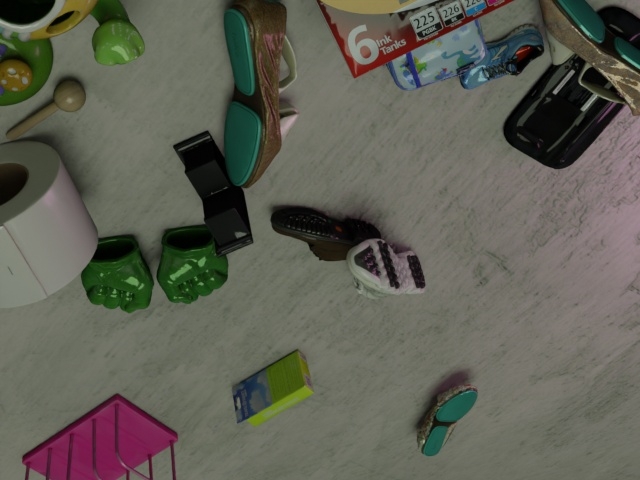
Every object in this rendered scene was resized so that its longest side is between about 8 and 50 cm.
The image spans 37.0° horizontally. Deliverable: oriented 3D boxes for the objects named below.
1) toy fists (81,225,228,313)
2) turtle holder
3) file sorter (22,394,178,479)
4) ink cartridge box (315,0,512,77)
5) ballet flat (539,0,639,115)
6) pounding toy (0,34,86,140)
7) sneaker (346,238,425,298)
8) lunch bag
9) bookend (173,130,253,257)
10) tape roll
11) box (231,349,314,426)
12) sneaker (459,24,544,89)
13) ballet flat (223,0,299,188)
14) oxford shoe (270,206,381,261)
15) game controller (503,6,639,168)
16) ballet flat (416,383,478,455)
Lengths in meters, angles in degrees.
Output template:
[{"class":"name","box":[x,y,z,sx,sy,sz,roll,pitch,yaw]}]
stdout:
[{"class":"toy fists","box":[-0.315,0.065,1.831,0.279,0.096,0.142,-9,131,-7]},{"class":"turtle holder","box":[-0.413,-0.376,1.356,0.243,0.227,0.320,-16,130,0]},{"class":"file sorter","box":[-0.487,0.523,2.115,0.291,0.182,0.202,-34,128,16]},{"class":"ink cartridge box","box":[0.123,-0.436,1.400,0.309,0.130,0.272,-25,121,8]},{"class":"ballet flat","box":[0.462,-0.322,1.639,0.316,0.107,0.106,39,130,-8]},{"class":"pounding toy","box":[-0.503,-0.253,1.516,0.183,0.110,0.237,-28,129,11]},{"class":"sneaker","box":[0.109,0.070,1.868,0.118,0.110,0.292,-18,163,21]},{"class":"lunch bag","box":[0.171,-0.365,1.589,0.176,0.090,0.219,-18,130,6]},{"class":"bookend","box":[-0.190,-0.082,1.696,0.072,0.157,0.156,-23,131,6]},{"class":"tape roll","box":[-0.520,-0.029,1.611,0.246,0.246,0.169,-16,131,1]},{"class":"box","box":[-0.105,0.327,2.085,0.178,0.109,0.042,-31,130,14]},{"class":"sneaker","box":[0.317,-0.313,1.671,0.162,0.073,0.063,-31,129,13]},{"class":"ballet flat","box":[-0.095,-0.249,1.619,0.124,0.116,0.342,-21,129,-31]},{"class":"oxford shoe","box":[0.000,0.000,1.856,0.227,0.082,0.096,16,126,-23]},{"class":"game controller","box":[0.484,-0.274,1.761,0.166,0.067,0.319,30,118,-15]},{"class":"ballet flat","box":[0.288,0.409,2.261,0.091,0.077,0.241,15,122,-25]}]
